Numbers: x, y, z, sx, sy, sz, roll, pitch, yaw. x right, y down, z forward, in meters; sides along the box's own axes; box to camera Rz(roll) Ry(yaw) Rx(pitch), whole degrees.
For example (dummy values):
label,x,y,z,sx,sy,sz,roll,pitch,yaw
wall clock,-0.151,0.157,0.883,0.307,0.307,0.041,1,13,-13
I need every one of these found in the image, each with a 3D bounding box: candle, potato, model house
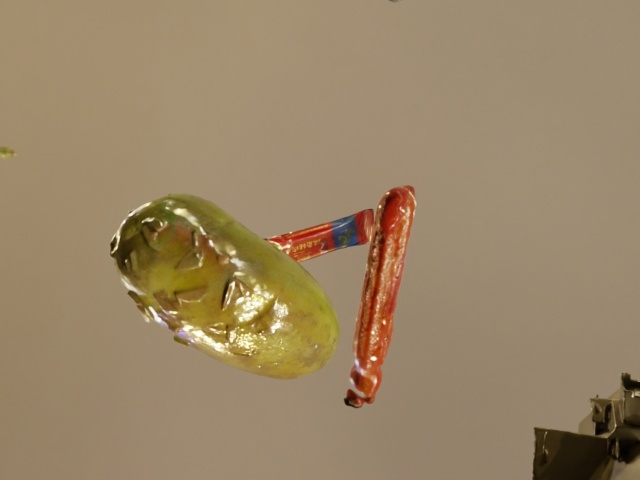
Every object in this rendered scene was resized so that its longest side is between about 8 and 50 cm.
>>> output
label,x,y,z,sx,sy,sz,roll,pitch,yaw
candle,0.070,0.077,0.700,0.048,0.051,0.330,10,-55,6
potato,-0.099,0.066,0.662,0.176,0.298,0.141,-20,-144,53
model house,0.393,0.287,0.781,0.204,0.211,0.244,1,-66,22

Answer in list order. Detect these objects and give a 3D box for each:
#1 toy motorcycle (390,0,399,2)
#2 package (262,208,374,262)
label,x,y,z,sx,sy,sz,roll,pitch,yaw
toy motorcycle,0.027,-0.224,0.330,0.061,0.124,0.194,5,-50,22
package,0.000,0.000,1.016,0.083,0.200,0.022,80,-8,-48
